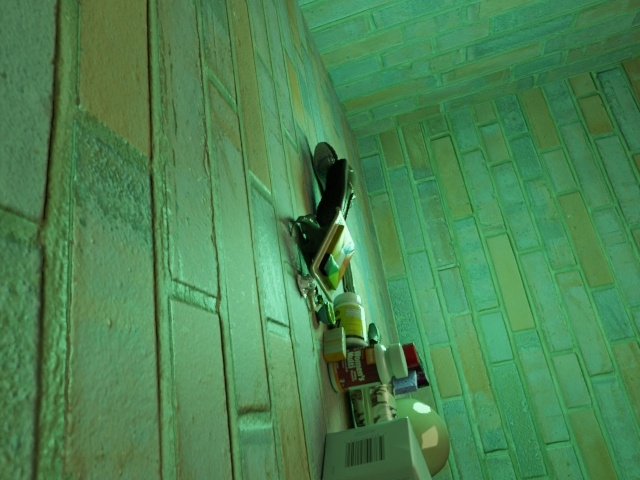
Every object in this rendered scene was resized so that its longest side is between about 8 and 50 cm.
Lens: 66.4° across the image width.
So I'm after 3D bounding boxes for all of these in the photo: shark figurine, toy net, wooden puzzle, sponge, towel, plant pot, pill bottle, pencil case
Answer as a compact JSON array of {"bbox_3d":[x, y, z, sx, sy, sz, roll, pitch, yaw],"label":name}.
[{"bbox_3d":[-0.008,-0.027,1.522,0.278,0.116,0.166,65,15,-49],"label":"shark figurine"},{"bbox_3d":[-0.012,0.155,1.444,0.232,0.045,0.122,63,18,-47],"label":"toy net"},{"bbox_3d":[0.049,0.049,1.511,0.221,0.044,0.239,62,45,-57],"label":"wooden puzzle"},{"bbox_3d":[0.266,0.556,1.866,0.117,0.209,0.031,-59,131,-75],"label":"sponge"},{"bbox_3d":[0.140,0.196,2.097,0.187,0.049,0.283,61,18,-55],"label":"towel"},{"bbox_3d":[0.277,0.710,1.679,0.190,0.284,0.284,0,76,-59],"label":"plant pot"},{"bbox_3d":[0.143,0.380,1.474,0.121,0.221,0.121,-14,90,-78],"label":"pill bottle"},{"bbox_3d":[0.094,0.281,1.611,0.209,0.119,0.119,-91,162,-47],"label":"pill bottle"},{"bbox_3d":[0.177,0.588,1.541,0.184,0.159,0.411,62,19,-60],"label":"pencil case"}]

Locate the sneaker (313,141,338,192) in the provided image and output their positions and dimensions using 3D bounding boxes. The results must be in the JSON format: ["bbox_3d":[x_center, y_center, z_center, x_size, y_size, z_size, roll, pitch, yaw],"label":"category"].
[{"bbox_3d":[0.031,-0.267,2.059,0.129,0.110,0.297,-128,-156,-77],"label":"sneaker"}]

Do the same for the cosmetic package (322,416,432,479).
[{"bbox_3d":[0.189,0.696,1.262,0.161,0.229,0.454,-78,150,-66],"label":"cosmetic package"}]

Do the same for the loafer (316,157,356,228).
[{"bbox_3d":[0.087,-0.162,1.875,0.130,0.133,0.366,40,45,-29],"label":"loafer"}]

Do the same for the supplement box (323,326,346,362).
[{"bbox_3d":[0.043,0.315,1.475,0.099,0.062,0.036,-88,159,-51],"label":"supplement box"}]

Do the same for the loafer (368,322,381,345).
[{"bbox_3d":[0.250,0.461,2.270,0.061,0.062,0.170,45,31,-59],"label":"loafer"}]

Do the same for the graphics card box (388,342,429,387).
[{"bbox_3d":[0.317,0.551,2.052,0.371,0.232,0.094,59,16,-56],"label":"graphics card box"}]
